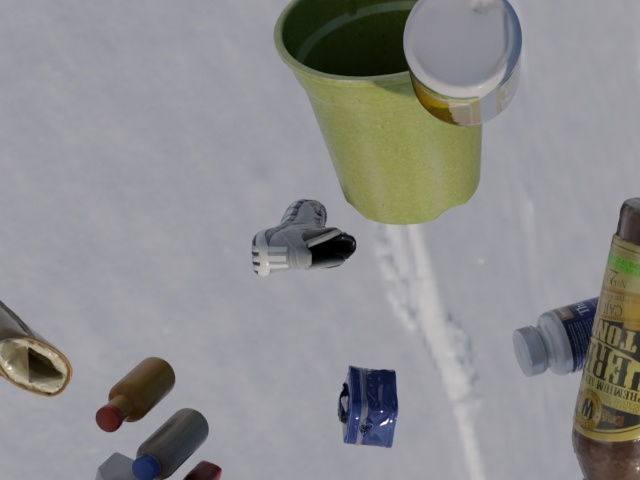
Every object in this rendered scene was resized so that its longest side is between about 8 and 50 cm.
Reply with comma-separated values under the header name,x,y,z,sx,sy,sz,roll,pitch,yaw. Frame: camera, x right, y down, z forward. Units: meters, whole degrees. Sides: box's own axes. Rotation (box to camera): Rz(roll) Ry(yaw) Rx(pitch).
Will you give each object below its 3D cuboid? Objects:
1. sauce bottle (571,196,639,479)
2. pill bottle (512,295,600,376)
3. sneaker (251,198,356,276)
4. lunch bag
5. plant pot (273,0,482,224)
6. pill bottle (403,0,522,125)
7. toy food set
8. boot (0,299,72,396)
name,x,y,z,sx,sy,sz,roll,pitch,yaw
sauce bottle,0.289,0.137,1.298,0.111,0.111,0.345,-13,115,-69
pill bottle,0.255,0.096,1.432,0.067,0.120,0.067,165,-90,-81
sneaker,0.000,0.000,2.100,0.228,0.132,0.086,-44,131,-60
lunch bag,0.051,0.191,1.642,0.098,0.065,0.067,-90,-173,-61
plant pot,0.097,-0.169,1.790,0.276,0.276,0.254,-71,156,-48
pill bottle,0.150,-0.184,1.498,0.208,0.117,0.118,45,42,-79
toy food set,-0.166,0.237,1.338,0.104,0.111,0.232,-40,151,-62
boot,-0.462,0.081,1.854,0.236,0.269,0.089,30,93,-43
